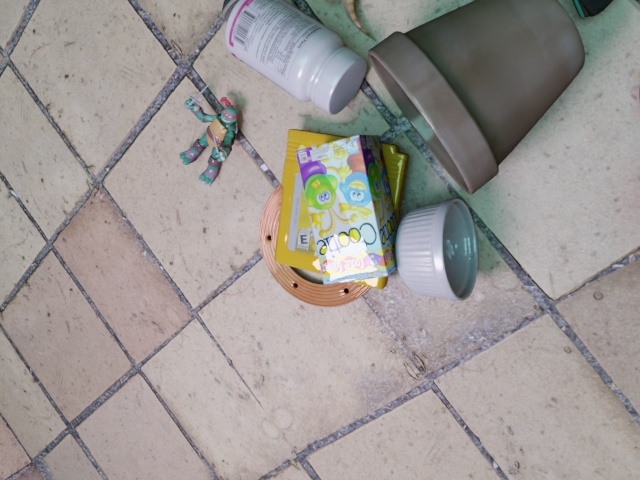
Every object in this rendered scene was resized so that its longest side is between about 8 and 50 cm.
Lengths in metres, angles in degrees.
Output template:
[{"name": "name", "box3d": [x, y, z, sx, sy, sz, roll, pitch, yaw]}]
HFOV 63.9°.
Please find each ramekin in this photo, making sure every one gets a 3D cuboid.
[{"name": "ramekin", "box3d": [0.239, 0.020, 1.056, 0.109, 0.207, 0.207, -4, 101, 35]}]

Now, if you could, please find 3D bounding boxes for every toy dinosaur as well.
[{"name": "toy dinosaur", "box3d": [0.053, -0.530, 1.084, 0.112, 0.064, 0.211, 2, 104, 23]}]

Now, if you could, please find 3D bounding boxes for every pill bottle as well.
[{"name": "pill bottle", "box3d": [-0.052, -0.403, 1.108, 0.283, 0.160, 0.160, 37, 115, 13]}]

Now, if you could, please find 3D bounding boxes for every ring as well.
[{"name": "ring", "box3d": [0.000, 0.000, 1.255, 0.337, 0.032, 0.336, 6, 104, 23]}]

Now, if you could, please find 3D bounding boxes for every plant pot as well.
[{"name": "plant pot", "box3d": [0.288, -0.294, 0.920, 0.280, 0.323, 0.323, -37, 85, 11]}]

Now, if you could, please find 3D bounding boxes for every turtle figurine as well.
[{"name": "turtle figurine", "box3d": [-0.263, -0.259, 1.268, 0.175, 0.118, 0.234, 56, 134, 20]}]

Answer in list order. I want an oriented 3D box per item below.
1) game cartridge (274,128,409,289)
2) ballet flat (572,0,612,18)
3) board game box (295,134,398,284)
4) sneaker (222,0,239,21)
[{"name": "game cartridge", "box3d": [0.038, -0.074, 1.173, 0.285, 0.053, 0.323, 13, 107, 21]}, {"name": "ballet flat", "box3d": [0.416, -0.490, 0.838, 0.096, 0.280, 0.095, -29, 47, 35]}, {"name": "board game box", "box3d": [0.066, -0.066, 1.059, 0.142, 0.144, 0.275, -9, 97, 24]}, {"name": "sneaker", "box3d": [-0.153, -0.603, 1.166, 0.222, 0.083, 0.118, -30, 70, 34]}]
